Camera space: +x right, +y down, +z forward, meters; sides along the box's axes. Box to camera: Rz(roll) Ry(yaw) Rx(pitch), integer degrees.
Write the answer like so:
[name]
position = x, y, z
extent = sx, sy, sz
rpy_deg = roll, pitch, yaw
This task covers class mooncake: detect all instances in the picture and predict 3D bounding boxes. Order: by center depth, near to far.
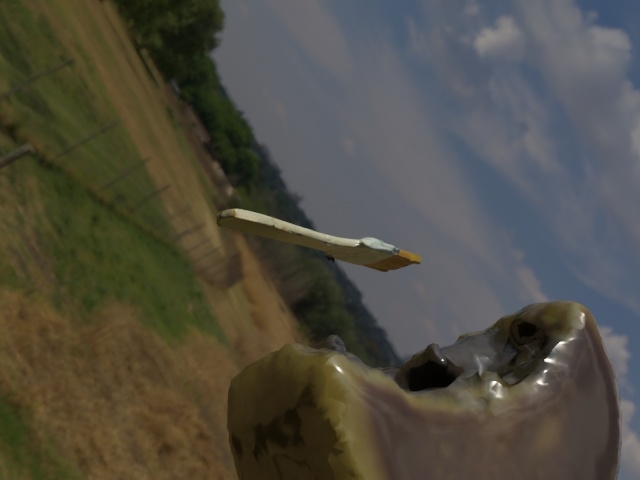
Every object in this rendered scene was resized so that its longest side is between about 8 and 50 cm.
[mooncake]
position = 0.110, 0.201, 1.057
extent = 0.394, 0.393, 0.246
rpy_deg = 36, -36, -15

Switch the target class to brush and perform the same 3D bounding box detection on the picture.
[brush]
position = 0.000, 0.000, 1.276
extent = 0.336, 0.085, 0.020
rpy_deg = 15, 67, -44
